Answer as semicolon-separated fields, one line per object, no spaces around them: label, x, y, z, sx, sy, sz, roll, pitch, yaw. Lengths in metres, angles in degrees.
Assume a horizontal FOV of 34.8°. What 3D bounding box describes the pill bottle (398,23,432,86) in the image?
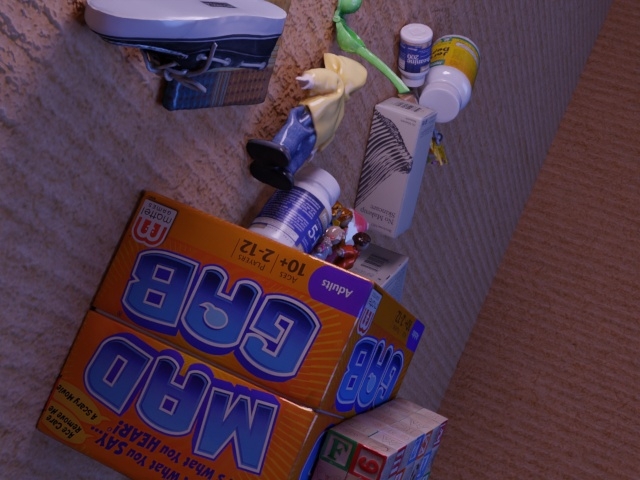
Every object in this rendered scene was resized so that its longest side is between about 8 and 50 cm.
pill bottle;0.194;-0.379;2.099;0.067;0.067;0.120;-51;153;-40

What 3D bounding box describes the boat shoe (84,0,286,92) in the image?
boat shoe;-0.165;-0.244;1.248;0.306;0.113;0.105;-20;134;-55

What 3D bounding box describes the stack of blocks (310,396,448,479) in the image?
stack of blocks;0.075;0.333;1.428;0.297;0.087;0.171;-1;111;-67

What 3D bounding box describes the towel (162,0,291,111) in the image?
towel;-0.105;-0.364;1.412;0.271;0.040;0.370;-19;129;-63

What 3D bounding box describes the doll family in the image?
doll family;0.000;0.000;1.921;0.163;0.118;0.263;-53;163;9

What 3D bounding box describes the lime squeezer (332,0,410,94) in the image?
lime squeezer;0.070;-0.392;1.745;0.059;0.110;0.310;-4;83;-50

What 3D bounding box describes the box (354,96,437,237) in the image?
box;0.155;-0.154;2.156;0.094;0.113;0.275;-33;138;-57

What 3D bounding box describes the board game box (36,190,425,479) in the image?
board game box;-0.106;0.191;1.474;0.356;0.356;0.356;-66;159;-7

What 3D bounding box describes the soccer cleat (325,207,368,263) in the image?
soccer cleat;0.018;0.050;2.074;0.095;0.083;0.248;15;99;-45

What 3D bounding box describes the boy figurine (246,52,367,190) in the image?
boy figurine;-0.013;-0.220;1.700;0.285;0.092;0.177;-58;156;-30

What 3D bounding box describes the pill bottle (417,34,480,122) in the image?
pill bottle;0.274;-0.346;2.206;0.208;0.117;0.117;-67;164;-46

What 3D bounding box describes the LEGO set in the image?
LEGO set;0.203;-0.221;2.282;0.287;0.107;0.132;37;40;-64

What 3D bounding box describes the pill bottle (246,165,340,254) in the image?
pill bottle;-0.045;-0.037;1.762;0.187;0.112;0.112;-56;156;-32

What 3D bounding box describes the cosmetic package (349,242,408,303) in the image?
cosmetic package;0.103;0.181;2.339;0.160;0.113;0.309;-40;146;-52
